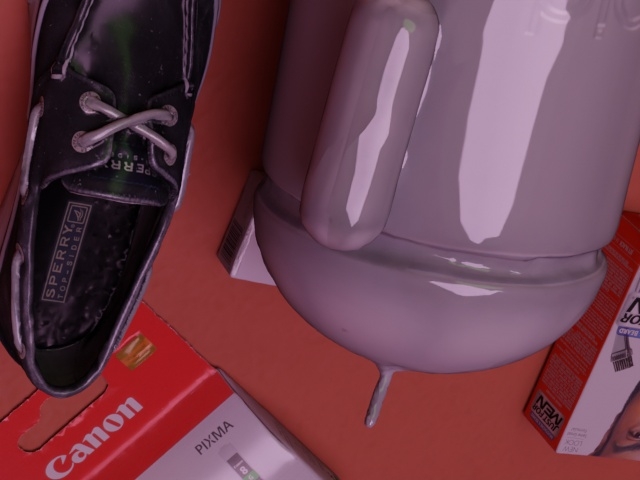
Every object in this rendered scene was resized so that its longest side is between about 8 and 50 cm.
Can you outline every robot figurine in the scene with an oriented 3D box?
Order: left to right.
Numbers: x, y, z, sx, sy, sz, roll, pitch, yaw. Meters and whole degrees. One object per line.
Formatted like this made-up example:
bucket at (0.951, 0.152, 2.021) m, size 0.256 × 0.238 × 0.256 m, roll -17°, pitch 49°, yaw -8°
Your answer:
robot figurine at (0.075, -0.079, 0.867) m, size 0.300 × 0.199 × 0.354 m, roll -21°, pitch 126°, yaw -58°

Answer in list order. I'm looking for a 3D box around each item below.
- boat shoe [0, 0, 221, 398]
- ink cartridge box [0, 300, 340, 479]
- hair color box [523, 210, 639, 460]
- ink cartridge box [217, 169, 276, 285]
boat shoe at (-0.116, -0.055, 0.872) m, size 0.108 × 0.102 × 0.301 m, roll 10°, pitch 113°, yaw -27°
ink cartridge box at (-0.105, 0.170, 1.034) m, size 0.181 × 0.056 × 0.225 m, roll -41°, pitch 127°, yaw 2°
hair color box at (0.219, 0.069, 1.114) m, size 0.093 × 0.053 × 0.167 m, roll 8°, pitch 115°, yaw -28°
ink cartridge box at (0.000, 0.000, 0.998) m, size 0.115 × 0.029 × 0.063 m, roll 12°, pitch 111°, yaw -29°
